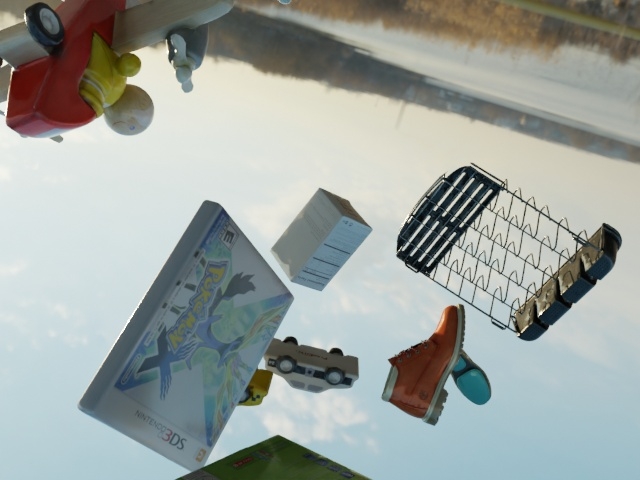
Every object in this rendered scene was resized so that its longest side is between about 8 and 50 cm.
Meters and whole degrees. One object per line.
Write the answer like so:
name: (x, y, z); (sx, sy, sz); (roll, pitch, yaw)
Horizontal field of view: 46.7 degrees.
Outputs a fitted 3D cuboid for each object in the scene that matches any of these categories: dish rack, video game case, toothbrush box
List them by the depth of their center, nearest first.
toothbrush box: (-0.020, 0.372, 0.923); (0.283, 0.122, 0.206); (14, -167, 35)
dish rack: (0.251, 0.013, 1.032); (0.272, 0.208, 0.074); (32, -146, -4)
video game case: (-0.175, 0.153, 1.097); (0.036, 0.329, 0.300); (16, 157, 30)

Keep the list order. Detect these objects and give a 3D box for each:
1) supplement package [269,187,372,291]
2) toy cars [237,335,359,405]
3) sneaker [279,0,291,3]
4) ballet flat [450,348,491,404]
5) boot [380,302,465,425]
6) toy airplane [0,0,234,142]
supplement package: (0.000, 0.000, 1.538); (0.105, 0.179, 0.105); (21, -155, -47)
toy cars: (-0.103, 0.257, 1.372); (0.394, 0.087, 0.176); (-1, -157, -39)
sneaker: (-0.017, -0.390, 0.951); (0.083, 0.190, 0.071); (32, -171, -27)
ballet flat: (0.345, 0.302, 1.802); (0.232, 0.080, 0.073); (54, -162, -23)
boot: (0.133, 0.146, 0.944); (0.085, 0.157, 0.059); (21, 171, 6)
toy airplane: (-0.359, -0.300, 1.201); (0.386, 0.384, 0.272); (27, 153, 53)
